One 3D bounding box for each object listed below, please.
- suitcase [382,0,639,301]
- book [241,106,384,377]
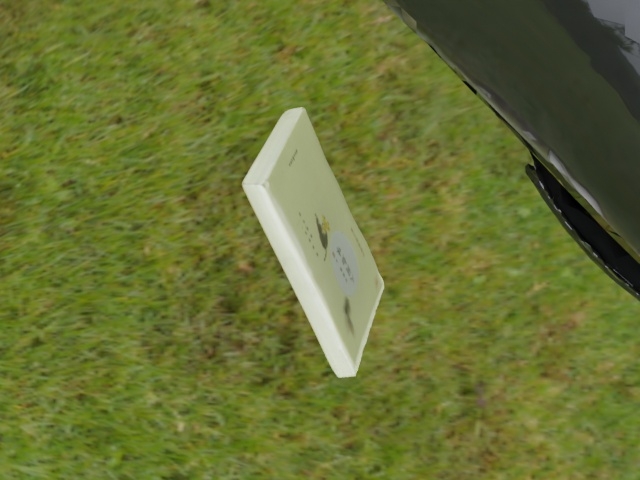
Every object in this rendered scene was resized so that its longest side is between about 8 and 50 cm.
[{"bbox_3d":[0.224,-0.143,0.347,0.283,0.434,0.194,48,25,15],"label":"suitcase"},{"bbox_3d":[0.001,0.000,0.611,0.111,0.014,0.077,64,26,-24],"label":"book"}]
